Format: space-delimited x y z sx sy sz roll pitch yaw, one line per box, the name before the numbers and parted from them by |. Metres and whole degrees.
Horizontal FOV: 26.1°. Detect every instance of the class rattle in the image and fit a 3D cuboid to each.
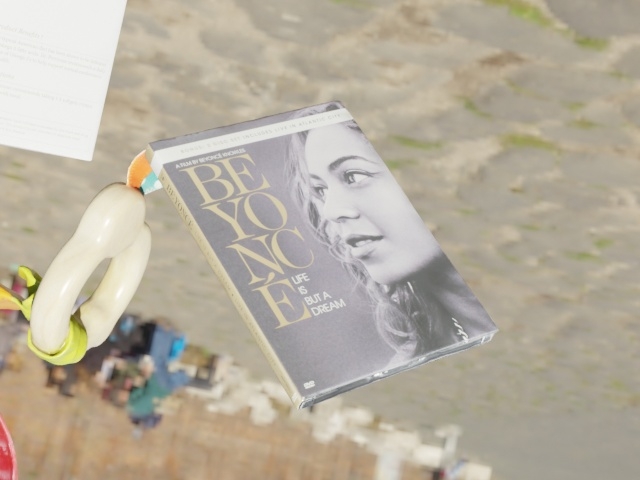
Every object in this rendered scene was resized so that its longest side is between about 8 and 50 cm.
rattle | -0.191 -0.018 1.057 0.142 0.200 0.130 36 -154 31

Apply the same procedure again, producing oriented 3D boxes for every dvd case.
dvd case | 0.000 0.000 0.949 0.164 0.221 0.018 -16 149 -31

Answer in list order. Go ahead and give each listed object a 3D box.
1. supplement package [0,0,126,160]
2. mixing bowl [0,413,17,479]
supplement package | -0.203 -0.155 0.924 0.105 0.179 0.105 10 -175 -44
mixing bowl | -0.320 0.173 1.003 0.181 0.181 0.098 16 170 -23
